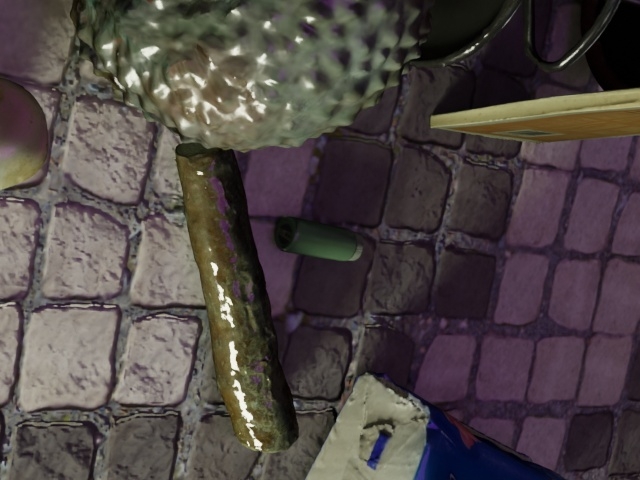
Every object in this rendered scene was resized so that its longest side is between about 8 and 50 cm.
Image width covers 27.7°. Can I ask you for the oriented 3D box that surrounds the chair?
[{"bbox_3d":[0.238,-0.229,1.124,0.401,0.226,0.227,5,99,-41],"label":"chair"}]

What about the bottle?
[{"bbox_3d":[0.000,0.000,1.121,0.083,0.030,0.030,11,95,-41],"label":"bottle"}]

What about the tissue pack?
[{"bbox_3d":[0.112,0.268,1.216,0.269,0.137,0.209,34,79,-39],"label":"tissue pack"}]

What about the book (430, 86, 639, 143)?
[{"bbox_3d":[0.239,-0.108,1.149,0.170,0.241,0.018,3,87,-39],"label":"book"}]

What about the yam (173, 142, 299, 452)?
[{"bbox_3d":[-0.068,0.048,1.063,0.061,0.061,0.274,-25,116,-32],"label":"yam"}]

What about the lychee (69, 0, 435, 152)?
[{"bbox_3d":[-0.040,-0.184,0.899,0.274,0.255,0.255,-14,114,-67],"label":"lychee"}]

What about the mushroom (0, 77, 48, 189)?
[{"bbox_3d":[-0.228,-0.071,0.892,0.083,0.083,0.067,-37,164,-26],"label":"mushroom"}]
